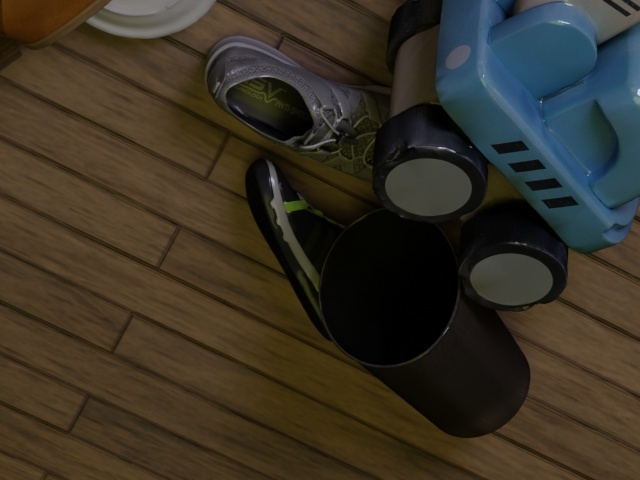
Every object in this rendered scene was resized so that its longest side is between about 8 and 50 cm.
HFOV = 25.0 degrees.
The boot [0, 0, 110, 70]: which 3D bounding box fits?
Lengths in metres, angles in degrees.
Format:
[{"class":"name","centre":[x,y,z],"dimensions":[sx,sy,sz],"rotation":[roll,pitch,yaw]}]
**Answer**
[{"class":"boot","centre":[-0.313,-0.284,1.385],"dimensions":[0.295,0.104,0.211],"rotation":[-21,110,37]}]

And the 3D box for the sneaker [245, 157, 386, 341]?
[{"class":"sneaker","centre":[0.000,0.000,1.568],"dimensions":[0.097,0.084,0.234],"rotation":[-31,113,-10]}]

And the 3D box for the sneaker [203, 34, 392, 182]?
[{"class":"sneaker","centre":[0.006,-0.112,1.478],"dimensions":[0.281,0.115,0.105],"rotation":[19,115,-6]}]

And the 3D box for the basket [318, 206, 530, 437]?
[{"class":"basket","centre":[0.121,0.104,1.522],"dimensions":[0.154,0.204,0.227],"rotation":[-31,134,11]}]

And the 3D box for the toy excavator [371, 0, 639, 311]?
[{"class":"toy excavator","centre":[0.238,-0.187,1.269],"dimensions":[0.445,0.222,0.433],"rotation":[-23,130,31]}]

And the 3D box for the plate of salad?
[{"class":"plate of salad","centre":[-0.186,-0.298,1.436],"dimensions":[0.200,0.048,0.200],"rotation":[3,118,5]}]
